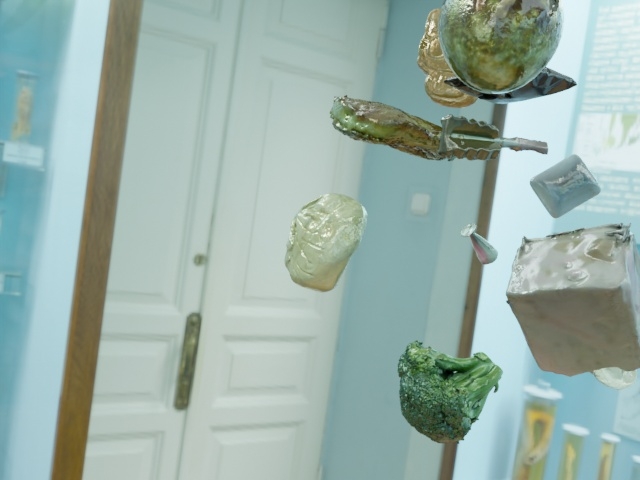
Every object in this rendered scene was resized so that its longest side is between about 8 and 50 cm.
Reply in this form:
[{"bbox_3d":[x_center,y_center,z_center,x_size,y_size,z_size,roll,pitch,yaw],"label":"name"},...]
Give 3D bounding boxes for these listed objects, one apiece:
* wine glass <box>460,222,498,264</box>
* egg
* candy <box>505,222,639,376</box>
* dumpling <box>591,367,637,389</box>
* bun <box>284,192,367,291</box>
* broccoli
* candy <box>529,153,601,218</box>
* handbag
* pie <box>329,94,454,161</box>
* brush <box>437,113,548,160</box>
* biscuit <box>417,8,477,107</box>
[{"bbox_3d":[0.560,0.013,2.596,0.155,0.073,0.073,44,-17,-28],"label":"wine glass"},{"bbox_3d":[0.343,-0.407,1.416,0.238,0.289,0.238,16,-38,13],"label":"egg"},{"bbox_3d":[0.378,0.085,1.041,0.184,0.195,0.137,-9,36,31],"label":"candy"},{"bbox_3d":[0.868,0.357,2.195,0.166,0.126,0.216,28,7,-4],"label":"dumpling"},{"bbox_3d":[0.000,0.000,1.603,0.145,0.229,0.229,27,0,-8],"label":"bun"},{"bbox_3d":[0.297,0.344,1.732,0.245,0.265,0.294,-26,9,-8],"label":"broccoli"},{"bbox_3d":[0.699,-0.156,2.089,0.174,0.138,0.071,-29,-10,-12],"label":"candy"},{"bbox_3d":[0.460,-0.387,1.796,0.211,0.089,0.254,4,-1,-42],"label":"handbag"},{"bbox_3d":[0.178,-0.271,1.782,0.288,0.103,0.354,9,15,-39],"label":"pie"},{"bbox_3d":[0.358,-0.196,1.468,0.301,0.084,0.071,1,2,-33],"label":"brush"},{"bbox_3d":[0.409,-0.551,2.067,0.269,0.376,0.051,10,-12,22],"label":"biscuit"}]
